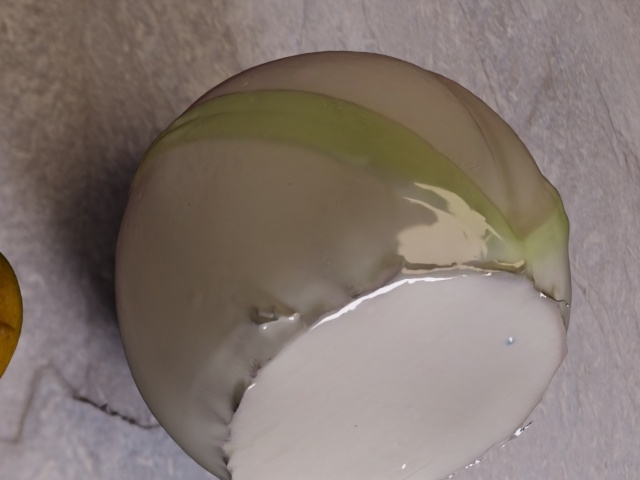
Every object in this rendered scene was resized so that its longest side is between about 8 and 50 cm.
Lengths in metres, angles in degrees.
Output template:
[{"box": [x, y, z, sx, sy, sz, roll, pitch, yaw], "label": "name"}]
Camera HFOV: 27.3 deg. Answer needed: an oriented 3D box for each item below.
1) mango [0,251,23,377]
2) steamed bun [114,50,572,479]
[{"box": [-0.225, 0.057, 0.701, 0.165, 0.089, 0.115, -9, 75, -57], "label": "mango"}, {"box": [0.000, 0.000, 0.868, 0.309, 0.309, 0.309, 23, 60, -47], "label": "steamed bun"}]
